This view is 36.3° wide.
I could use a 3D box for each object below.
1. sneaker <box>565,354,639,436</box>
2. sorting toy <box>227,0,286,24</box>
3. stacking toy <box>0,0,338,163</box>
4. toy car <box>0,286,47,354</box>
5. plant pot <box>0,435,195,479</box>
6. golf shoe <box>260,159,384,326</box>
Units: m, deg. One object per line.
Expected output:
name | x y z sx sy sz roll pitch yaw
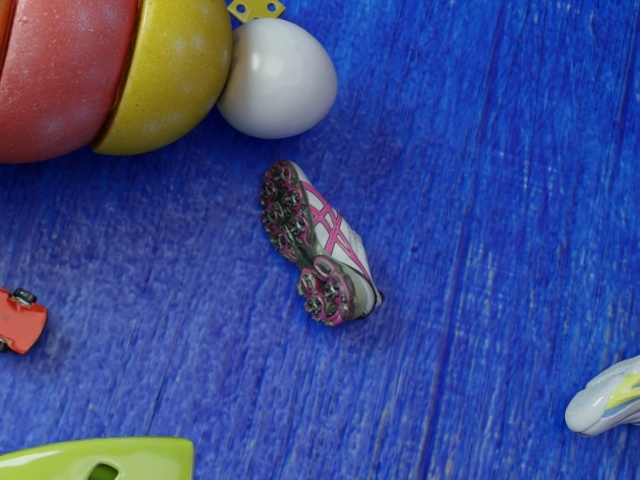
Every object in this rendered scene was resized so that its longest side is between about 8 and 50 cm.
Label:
sneaker | 0.375 0.167 1.023 0.240 0.091 0.126 -29 84 -19
sorting toy | -0.179 -0.253 1.037 0.275 0.046 0.132 17 72 -7
stacking toy | -0.203 -0.179 0.879 0.480 0.351 0.350 13 73 -22
toy car | -0.386 0.011 0.919 0.239 0.053 0.224 -6 76 -14
plant pot | -0.230 0.269 0.780 0.207 0.227 0.228 8 73 -18
golf shoe | 0.000 0.000 1.008 0.086 0.067 0.186 -10 70 -47
